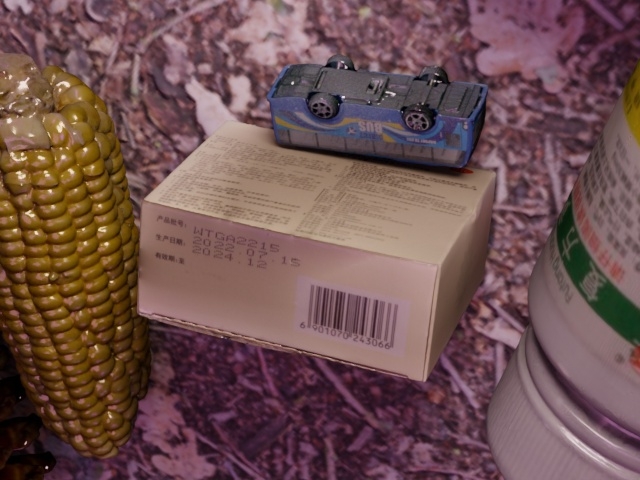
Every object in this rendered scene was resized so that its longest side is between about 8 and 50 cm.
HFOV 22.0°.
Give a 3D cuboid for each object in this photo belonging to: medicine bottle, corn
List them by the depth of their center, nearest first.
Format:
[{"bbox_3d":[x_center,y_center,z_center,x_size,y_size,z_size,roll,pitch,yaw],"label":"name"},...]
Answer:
[{"bbox_3d":[0.245,0.028,1.043,0.208,0.208,0.339,26,126,5],"label":"medicine bottle"},{"bbox_3d":[-0.200,0.014,1.268,0.130,0.130,0.346,5,125,19],"label":"corn"}]

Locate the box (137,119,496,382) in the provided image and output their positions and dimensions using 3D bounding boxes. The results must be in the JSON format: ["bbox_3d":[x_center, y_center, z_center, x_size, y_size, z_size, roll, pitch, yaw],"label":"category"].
[{"bbox_3d":[0.000,0.000,1.150,0.212,0.168,0.095,12,120,15],"label":"box"}]

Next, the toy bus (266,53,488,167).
[{"bbox_3d":[0.041,-0.090,1.154,0.153,0.051,0.061,9,135,16],"label":"toy bus"}]

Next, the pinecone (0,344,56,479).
[{"bbox_3d":[-0.345,0.162,1.349,0.246,0.246,0.292,-18,119,30],"label":"pinecone"}]
